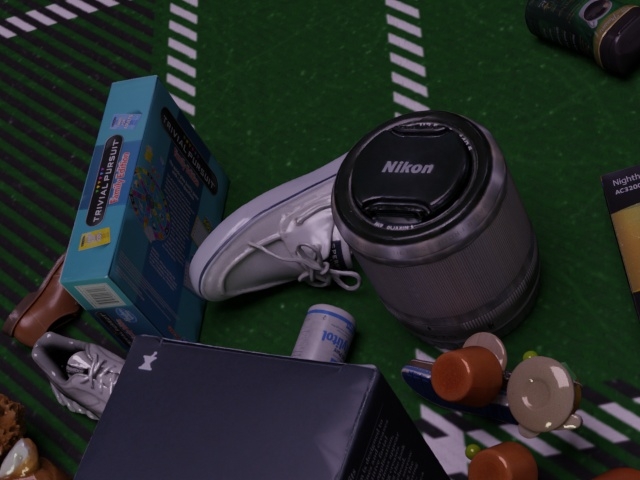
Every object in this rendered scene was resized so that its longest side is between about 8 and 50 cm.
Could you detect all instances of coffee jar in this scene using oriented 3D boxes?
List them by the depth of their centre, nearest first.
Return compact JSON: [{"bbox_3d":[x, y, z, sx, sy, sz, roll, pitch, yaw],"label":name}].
[{"bbox_3d":[0.389,-0.309,1.944,0.096,0.079,0.184,-43,49,-13],"label":"coffee jar"}]

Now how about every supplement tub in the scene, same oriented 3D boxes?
[{"bbox_3d":[0.001,0.145,1.801,0.071,0.071,0.107,5,59,27],"label":"supplement tub"}]

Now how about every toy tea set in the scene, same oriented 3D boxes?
[{"bbox_3d":[0.264,0.246,1.571,0.200,0.124,0.336,-35,65,31],"label":"toy tea set"}]

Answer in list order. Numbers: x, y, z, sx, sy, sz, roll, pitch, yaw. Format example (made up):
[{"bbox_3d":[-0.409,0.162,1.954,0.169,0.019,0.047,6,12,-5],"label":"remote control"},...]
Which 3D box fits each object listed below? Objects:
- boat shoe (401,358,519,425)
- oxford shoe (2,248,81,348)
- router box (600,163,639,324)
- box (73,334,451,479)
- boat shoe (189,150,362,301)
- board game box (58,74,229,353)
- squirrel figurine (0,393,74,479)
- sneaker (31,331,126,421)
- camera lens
[{"bbox_3d":[0.192,0.178,1.701,0.183,0.066,0.066,16,60,22],"label":"boat shoe"},{"bbox_3d":[-0.382,0.076,2.041,0.076,0.076,0.212,33,69,6],"label":"oxford shoe"},{"bbox_3d":[0.523,-0.011,1.667,0.309,0.081,0.243,-17,51,13],"label":"router box"},{"bbox_3d":[-0.035,0.300,1.494,0.293,0.395,0.212,6,59,28],"label":"box"},{"bbox_3d":[0.003,0.004,1.875,0.367,0.136,0.156,-29,52,-10],"label":"boat shoe"},{"bbox_3d":[-0.237,-0.020,1.909,0.079,0.254,0.336,-6,54,21],"label":"board game box"},{"bbox_3d":[-0.484,0.333,1.747,0.370,0.281,0.397,-23,45,13],"label":"squirrel figurine"},{"bbox_3d":[-0.282,0.207,1.858,0.292,0.118,0.110,18,64,32],"label":"sneaker"},{"bbox_3d":[0.151,-0.013,1.712,0.219,0.274,0.219,-12,53,17],"label":"camera lens"}]
